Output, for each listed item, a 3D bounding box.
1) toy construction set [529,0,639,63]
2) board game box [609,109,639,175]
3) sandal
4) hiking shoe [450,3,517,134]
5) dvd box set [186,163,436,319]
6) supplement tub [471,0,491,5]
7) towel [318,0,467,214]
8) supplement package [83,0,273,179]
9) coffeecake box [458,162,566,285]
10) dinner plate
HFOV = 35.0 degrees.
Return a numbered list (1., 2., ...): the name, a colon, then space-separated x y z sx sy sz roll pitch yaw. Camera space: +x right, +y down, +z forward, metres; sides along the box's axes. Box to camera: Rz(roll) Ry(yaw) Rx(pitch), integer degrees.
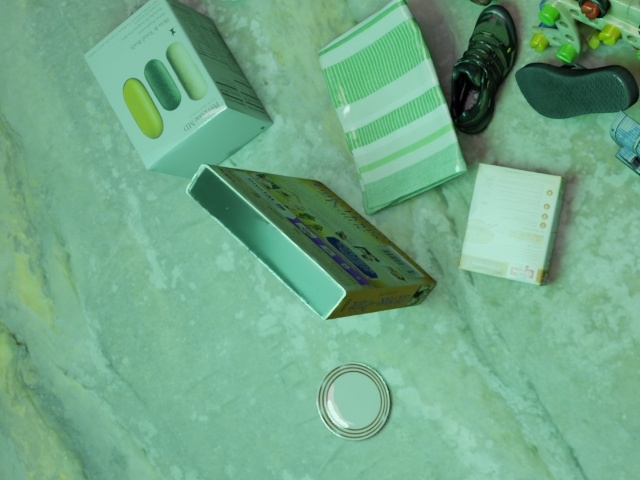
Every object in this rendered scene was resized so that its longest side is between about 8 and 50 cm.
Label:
1. toy construction set: 0.487 -0.338 1.605 0.328 0.215 0.151 17 74 19
2. board game box: 0.524 -0.122 1.591 0.060 0.194 0.194 -52 47 12
3. sandal: 0.420 -0.248 1.652 0.254 0.054 0.097 18 138 55
4. hiking shoe: 0.276 -0.296 1.731 0.086 0.114 0.226 14 93 20
5. dvd box set: 0.000 0.000 1.664 0.308 0.420 0.062 42 105 18
6. supplement tub: 0.299 -0.505 1.718 0.106 0.106 0.198 44 116 18
7. towel: 0.116 -0.233 1.782 0.248 0.038 0.324 -25 77 47
8. supplement package: -0.264 -0.282 1.904 0.199 0.198 0.262 -35 75 16
9. coffeecake box: 0.326 -0.027 1.722 0.142 0.068 0.185 12 92 22
10. dinner plate: 0.060 0.291 1.842 0.141 0.017 0.141 -1 87 21
